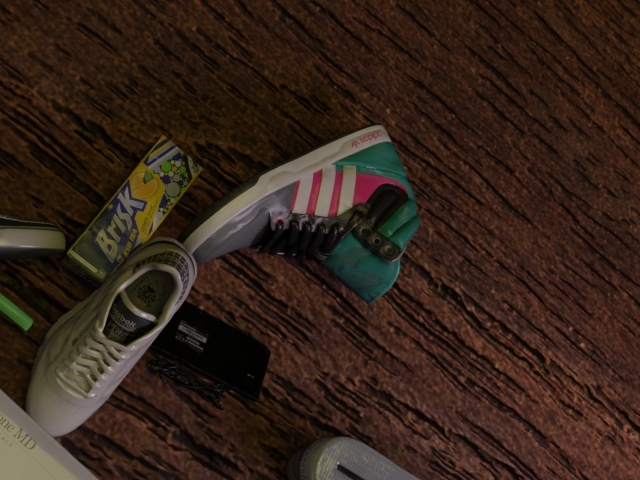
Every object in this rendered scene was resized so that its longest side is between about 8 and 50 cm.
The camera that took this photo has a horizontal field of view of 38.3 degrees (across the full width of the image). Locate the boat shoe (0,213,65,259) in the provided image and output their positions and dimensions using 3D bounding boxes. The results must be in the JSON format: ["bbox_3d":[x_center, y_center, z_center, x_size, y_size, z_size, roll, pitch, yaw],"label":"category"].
[{"bbox_3d":[-0.362,-0.025,0.889,0.228,0.080,0.076,3,80,-18],"label":"boat shoe"}]

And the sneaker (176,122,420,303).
[{"bbox_3d":[0.000,0.000,1.034,0.295,0.124,0.178,-28,83,-29],"label":"sneaker"}]

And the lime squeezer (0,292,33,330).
[{"bbox_3d":[-0.406,0.015,0.800,0.310,0.059,0.110,6,84,-16],"label":"lime squeezer"}]

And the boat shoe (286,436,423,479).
[{"bbox_3d":[0.095,0.310,1.024,0.302,0.094,0.109,40,68,-12],"label":"boat shoe"}]

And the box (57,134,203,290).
[{"bbox_3d":[-0.200,-0.028,0.975,0.059,0.054,0.169,40,65,-14],"label":"box"}]

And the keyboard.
[{"bbox_3d":[-0.148,0.117,0.990,0.192,0.038,0.100,31,45,-16],"label":"keyboard"}]

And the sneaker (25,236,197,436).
[{"bbox_3d":[-0.209,0.097,0.886,0.090,0.095,0.235,36,95,-14],"label":"sneaker"}]

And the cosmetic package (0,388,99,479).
[{"bbox_3d":[-0.311,0.270,0.815,0.224,0.138,0.225,46,63,-11],"label":"cosmetic package"}]
